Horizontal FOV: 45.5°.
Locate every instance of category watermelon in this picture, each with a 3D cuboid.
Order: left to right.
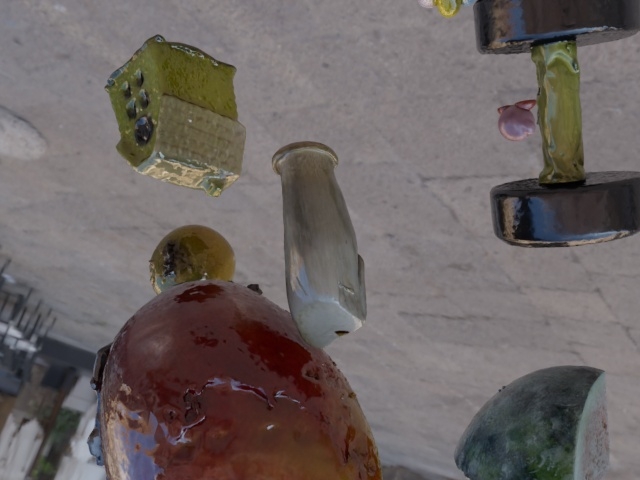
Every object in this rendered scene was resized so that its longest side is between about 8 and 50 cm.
[{"bbox_3d":[0.374,0.332,1.241,0.213,0.289,0.320,44,170,-9],"label":"watermelon"}]

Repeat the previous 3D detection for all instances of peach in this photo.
[{"bbox_3d":[-0.108,0.247,0.979,0.416,0.339,0.353,55,148,23],"label":"peach"}]

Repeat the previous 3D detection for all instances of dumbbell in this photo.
[{"bbox_3d":[0.313,-0.164,0.986,0.203,0.322,0.204,-6,-172,1],"label":"dumbbell"}]

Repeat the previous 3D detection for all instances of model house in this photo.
[{"bbox_3d":[-0.235,-0.196,1.306,0.175,0.234,0.193,-37,148,31],"label":"model house"}]

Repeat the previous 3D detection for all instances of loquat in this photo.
[{"bbox_3d":[-0.245,0.057,1.509,0.149,0.172,0.204,28,179,41],"label":"loquat"}]

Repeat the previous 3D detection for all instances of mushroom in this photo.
[{"bbox_3d":[-0.002,0.003,0.909,0.096,0.247,0.108,-11,171,12],"label":"mushroom"}]

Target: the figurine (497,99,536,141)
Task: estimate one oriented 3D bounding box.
[{"bbox_3d":[0.364,-0.220,1.426,0.067,0.071,0.083,-10,-178,-29],"label":"figurine"}]

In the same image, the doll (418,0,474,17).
[{"bbox_3d":[0.132,-0.520,1.213,0.365,0.187,0.376,13,166,-15],"label":"doll"}]
